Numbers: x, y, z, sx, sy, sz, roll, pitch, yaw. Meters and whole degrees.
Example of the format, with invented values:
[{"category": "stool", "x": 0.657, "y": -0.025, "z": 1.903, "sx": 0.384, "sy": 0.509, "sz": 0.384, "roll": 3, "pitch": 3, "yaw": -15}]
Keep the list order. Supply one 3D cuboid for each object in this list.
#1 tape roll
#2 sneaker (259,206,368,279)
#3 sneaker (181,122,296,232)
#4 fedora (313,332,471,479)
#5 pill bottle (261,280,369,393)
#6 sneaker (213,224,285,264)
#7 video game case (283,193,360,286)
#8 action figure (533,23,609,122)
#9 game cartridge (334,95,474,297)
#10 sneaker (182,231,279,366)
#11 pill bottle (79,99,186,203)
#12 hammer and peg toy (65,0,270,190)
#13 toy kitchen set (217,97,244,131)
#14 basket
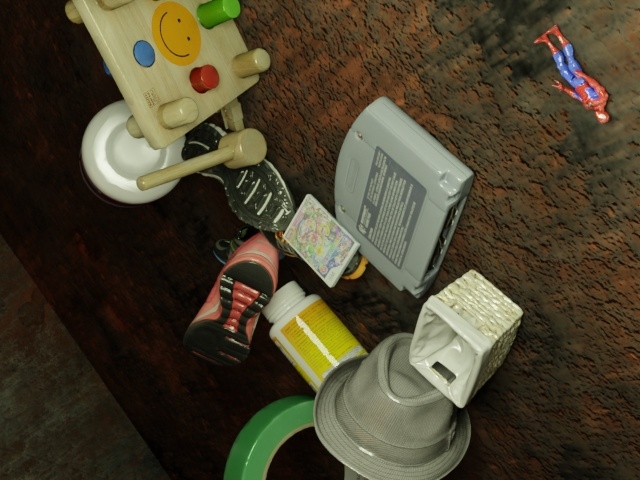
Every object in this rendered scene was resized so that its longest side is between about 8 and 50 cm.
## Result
[{"category": "tape roll", "x": -0.027, "y": 0.458, "z": 1.993, "sx": 0.077, "sy": 0.321, "sz": 0.321, "roll": -1, "pitch": 120, "yaw": 58}, {"category": "sneaker", "x": -0.023, "y": -0.006, "z": 1.691, "sx": 0.215, "sy": 0.084, "sz": 0.083, "roll": 22, "pitch": -178, "yaw": 34}, {"category": "sneaker", "x": -0.116, "y": -0.104, "z": 1.737, "sx": 0.108, "sy": 0.100, "sz": 0.271, "roll": 18, "pitch": -160, "yaw": -50}, {"category": "fedora", "x": 0.128, "y": 0.234, "z": 1.598, "sx": 0.243, "sy": 0.275, "sz": 0.124, "roll": 34, "pitch": 124, "yaw": 19}, {"category": "pill bottle", "x": -0.009, "y": 0.178, "z": 1.868, "sx": 0.215, "sy": 0.117, "sz": 0.117, "roll": 50, "pitch": 153, "yaw": 9}, {"category": "sneaker", "x": -0.134, "y": 0.006, "z": 1.939, "sx": 0.188, "sy": 0.067, "sz": 0.078, "roll": 0, "pitch": 114, "yaw": 53}, {"category": "video game case", "x": 0.000, "y": 0.000, "z": 1.610, "sx": 0.122, "sy": 0.011, "sz": 0.087, "roll": 46, "pitch": 120, "yaw": 27}, {"category": "action figure", "x": 0.271, "y": -0.173, "z": 1.117, "sx": 0.115, "sy": 0.030, "sz": 0.038, "roll": 52, "pitch": 148, "yaw": 0}, {"category": "game cartridge", "x": 0.105, "y": -0.061, "z": 1.484, "sx": 0.196, "sy": 0.060, "sz": 0.294, "roll": 41, "pitch": 150, "yaw": 18}, {"category": "sneaker", "x": -0.141, "y": 0.105, "z": 1.854, "sx": 0.116, "sy": 0.136, "sz": 0.314, "roll": 29, "pitch": 131, "yaw": -7}, {"category": "pill bottle", "x": -0.348, "y": -0.152, "z": 1.921, "sx": 0.181, "sy": 0.181, "sz": 0.323, "roll": 58, "pitch": 169, "yaw": -8}, {"category": "hammer and peg toy", "x": -0.194, "y": -0.245, "z": 1.525, "sx": 0.127, "sy": 0.266, "sz": 0.361, "roll": -9, "pitch": 114, "yaw": 41}, {"category": "toy kitchen set", "x": -0.181, "y": -0.213, "z": 1.740, "sx": 0.068, "sy": 0.075, "sz": 0.083, "roll": 31, "pitch": 146, "yaw": 40}, {"category": "basket", "x": 0.207, "y": 0.138, "z": 1.491, "sx": 0.113, "sy": 0.103, "sz": 0.167, "roll": 42, "pitch": 151, "yaw": 23}]
